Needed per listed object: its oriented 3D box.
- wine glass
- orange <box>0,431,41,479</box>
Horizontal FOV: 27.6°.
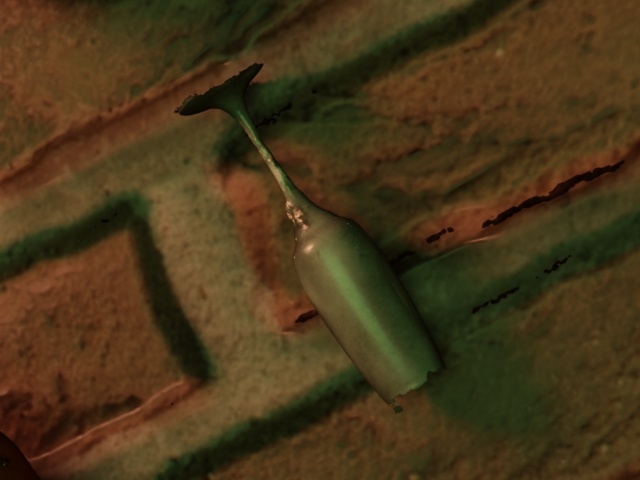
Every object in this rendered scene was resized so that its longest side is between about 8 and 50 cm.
[{"bbox_3d":[0.000,0.000,0.904,0.074,0.074,0.262,-34,87,11],"label":"wine glass"},{"bbox_3d":[-0.295,0.228,0.883,0.246,0.246,0.246,1,93,12],"label":"orange"}]
